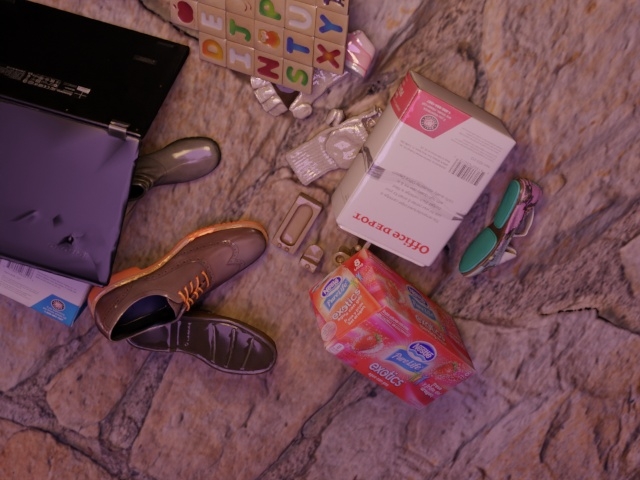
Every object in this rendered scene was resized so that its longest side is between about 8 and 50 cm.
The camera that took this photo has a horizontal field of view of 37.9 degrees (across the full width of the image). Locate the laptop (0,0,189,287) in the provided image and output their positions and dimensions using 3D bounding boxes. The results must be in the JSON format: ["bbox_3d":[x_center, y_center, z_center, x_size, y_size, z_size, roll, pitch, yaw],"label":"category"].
[{"bbox_3d":[-0.480,-0.188,1.632,0.382,0.407,0.236,16,138,0],"label":"laptop"}]

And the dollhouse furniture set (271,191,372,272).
[{"bbox_3d":[0.000,0.000,1.735,0.151,0.123,0.144,30,112,-5],"label":"dollhouse furniture set"}]

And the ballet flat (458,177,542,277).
[{"bbox_3d":[0.342,-0.014,1.723,0.079,0.077,0.221,19,114,-22],"label":"ballet flat"}]

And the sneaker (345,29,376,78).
[{"bbox_3d":[0.034,-0.343,1.611,0.134,0.051,0.070,31,89,1],"label":"sneaker"}]

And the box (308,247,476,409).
[{"bbox_3d":[0.133,0.167,1.709,0.142,0.154,0.300,-38,131,18],"label":"box"}]

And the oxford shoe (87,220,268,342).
[{"bbox_3d":[-0.250,0.086,1.747,0.364,0.132,0.130,-29,128,-8],"label":"oxford shoe"}]

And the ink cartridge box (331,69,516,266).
[{"bbox_3d":[0.174,-0.124,1.649,0.207,0.117,0.283,25,113,-17],"label":"ink cartridge box"}]

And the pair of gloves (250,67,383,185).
[{"bbox_3d":[0.005,-0.231,1.687,0.204,0.042,0.240,-20,109,14],"label":"pair of gloves"}]

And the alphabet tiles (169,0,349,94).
[{"bbox_3d":[-0.110,-0.398,1.563,0.343,0.011,0.285,21,135,17],"label":"alphabet tiles"}]

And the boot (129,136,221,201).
[{"bbox_3d":[-0.308,-0.113,1.704,0.247,0.161,0.083,-12,112,8],"label":"boot"}]

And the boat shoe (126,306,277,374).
[{"bbox_3d":[-0.229,0.181,1.852,0.307,0.104,0.110,16,104,2],"label":"boat shoe"}]

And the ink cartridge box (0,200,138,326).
[{"bbox_3d":[-0.483,0.003,1.771,0.171,0.168,0.232,28,112,-5],"label":"ink cartridge box"}]
